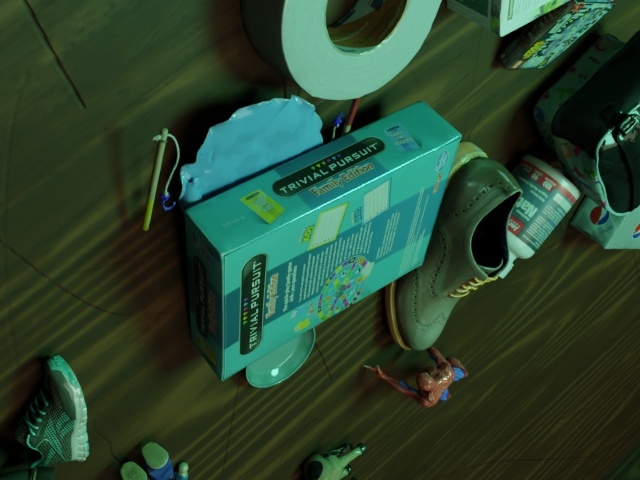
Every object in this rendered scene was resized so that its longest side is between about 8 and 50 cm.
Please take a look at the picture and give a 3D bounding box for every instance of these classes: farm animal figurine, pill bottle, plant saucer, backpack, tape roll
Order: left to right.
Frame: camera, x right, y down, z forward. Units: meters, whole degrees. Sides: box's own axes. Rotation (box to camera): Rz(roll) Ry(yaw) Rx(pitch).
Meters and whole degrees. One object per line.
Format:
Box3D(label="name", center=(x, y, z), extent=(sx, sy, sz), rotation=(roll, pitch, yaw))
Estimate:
Box3D(label="plant saucer", center=(-0.061, 0.154, 1.177), extent=(0.119, 0.021, 0.119), rotation=(-27, 139, -26))
Box3D(label="farm animal figurine", center=(0.024, 0.549, 1.463), extent=(0.172, 0.330, 0.327), rotation=(-19, 163, -38))
Box3D(label="tape roll", center=(0.028, -0.256, 0.858), extent=(0.219, 0.072, 0.219), rotation=(-26, 138, -27))
Box3D(label="pill bottle", center=(0.311, -0.034, 1.317), extent=(0.180, 0.108, 0.108), rotation=(-53, 144, 5))
Box3D(label="backpack", center=(0.459, -0.170, 1.275), extent=(0.225, 0.191, 0.253), rotation=(-45, 136, -1))

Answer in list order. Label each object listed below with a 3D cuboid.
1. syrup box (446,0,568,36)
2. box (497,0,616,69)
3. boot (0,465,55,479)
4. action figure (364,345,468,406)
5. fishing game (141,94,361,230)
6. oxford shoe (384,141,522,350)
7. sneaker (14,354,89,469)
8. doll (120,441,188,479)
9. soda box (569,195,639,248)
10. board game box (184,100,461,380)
Box3D(label="syrup box", center=(0.268, -0.345, 1.006), extent=(0.237, 0.093, 0.096), rotation=(-32, 141, -22))
Box3D(label="box", center=(0.314, -0.280, 1.116), extent=(0.094, 0.027, 0.137), rotation=(-12, 159, -38))
Box3D(label="boot", center=(-0.382, 0.296, 0.952), extent=(0.137, 0.077, 0.198), rotation=(10, 141, -18))
Box3D(label="action figure", center=(0.171, 0.218, 1.431), extent=(0.091, 0.139, 0.280), rotation=(-54, 166, 3))
Box3D(label="fishing game", center=(-0.078, -0.088, 0.923), extent=(0.264, 0.041, 0.189), rotation=(-20, 147, -32))
Box3D(label="oxford shoe", center=(0.194, 0.042, 1.243), extent=(0.130, 0.132, 0.364), rotation=(-18, 134, -35))
Box3D(label="sneaker", center=(-0.305, 0.202, 0.939), extent=(0.076, 0.065, 0.166), rotation=(-17, 132, -30))
Box3D(label="doll", center=(-0.232, 0.353, 1.159), extent=(0.129, 0.046, 0.189), rotation=(-41, 150, -26))
Box3D(label="soda box", center=(0.606, -0.046, 1.622), extent=(0.286, 0.091, 0.098), rotation=(0, 123, -45))
Box3D(label="board game box", center=(0.000, 0.000, 1.022), extent=(0.336, 0.079, 0.254), rotation=(-27, 149, -26))
